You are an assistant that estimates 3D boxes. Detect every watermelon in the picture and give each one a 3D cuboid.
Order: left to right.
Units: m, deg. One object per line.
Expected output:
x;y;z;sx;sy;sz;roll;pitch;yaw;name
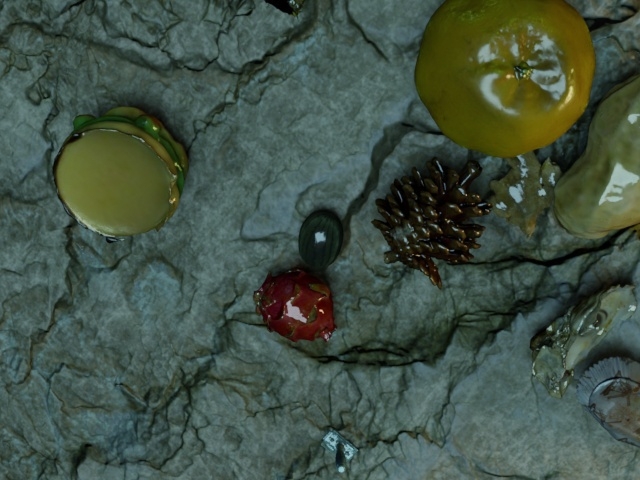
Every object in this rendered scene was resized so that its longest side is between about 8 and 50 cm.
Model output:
0.000;0.000;1.938;0.078;0.078;0.110;12;114;6;watermelon

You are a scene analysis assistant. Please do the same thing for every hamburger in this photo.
-0.339;-0.130;1.914;0.237;0.149;0.237;4;120;7;hamburger

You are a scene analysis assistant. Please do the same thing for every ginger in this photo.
0.319;-0.110;1.840;0.214;0.059;0.133;44;108;-10;ginger

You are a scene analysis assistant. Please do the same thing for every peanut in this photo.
0.501;-0.139;1.738;0.174;0.158;0.339;-2;123;-33;peanut

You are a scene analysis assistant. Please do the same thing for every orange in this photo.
0.283;-0.263;1.687;0.279;0.235;0.278;1;104;6;orange

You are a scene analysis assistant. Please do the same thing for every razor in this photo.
0.038;0.404;2.059;0.068;0.135;0.040;40;95;-6;razor

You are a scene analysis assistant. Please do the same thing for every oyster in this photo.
0.438;0.157;1.893;0.107;0.162;0.232;48;119;35;oyster

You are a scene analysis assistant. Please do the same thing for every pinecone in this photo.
0.193;-0.040;1.832;0.186;0.168;0.212;43;114;-2;pinecone

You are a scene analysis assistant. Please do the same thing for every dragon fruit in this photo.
-0.035;0.116;1.962;0.166;0.136;0.133;37;116;-17;dragon fruit

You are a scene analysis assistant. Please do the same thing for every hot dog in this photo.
0.563;0.295;1.926;0.268;0.075;0.144;31;116;-20;hot dog

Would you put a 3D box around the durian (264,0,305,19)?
-0.075;-0.456;1.776;0.186;0.119;0.108;46;75;-21;durian
